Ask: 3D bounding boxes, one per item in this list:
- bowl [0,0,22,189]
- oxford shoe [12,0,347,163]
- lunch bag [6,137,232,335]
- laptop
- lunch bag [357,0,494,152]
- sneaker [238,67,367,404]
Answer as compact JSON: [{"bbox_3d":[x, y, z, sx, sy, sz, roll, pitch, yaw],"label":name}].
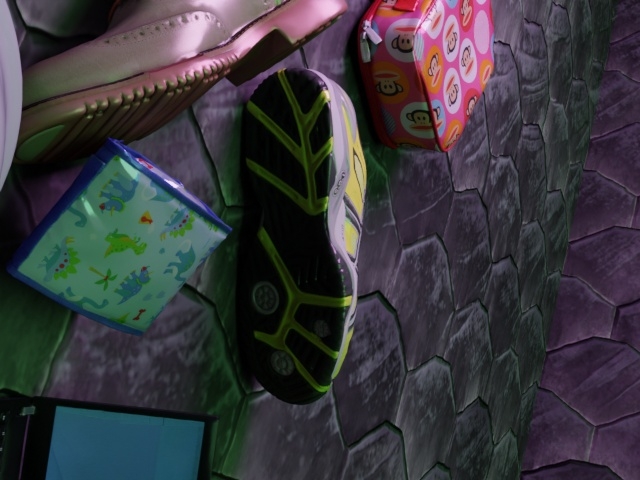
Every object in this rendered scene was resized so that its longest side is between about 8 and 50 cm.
[{"bbox_3d":[-0.262,-0.037,0.375,0.298,0.134,0.297,-15,124,-23],"label":"bowl"},{"bbox_3d":[-0.139,-0.185,0.791,0.146,0.140,0.397,58,42,-7],"label":"oxford shoe"},{"bbox_3d":[-0.166,-0.005,0.735,0.129,0.096,0.151,-51,156,1],"label":"lunch bag"},{"bbox_3d":[-0.219,0.245,0.689,0.264,0.137,0.234,11,86,-63],"label":"laptop"},{"bbox_3d":[0.158,-0.297,1.309,0.293,0.120,0.258,-60,145,-36],"label":"lunch bag"},{"bbox_3d":[0.000,0.000,1.051,0.147,0.145,0.384,-12,108,-62],"label":"sneaker"}]
